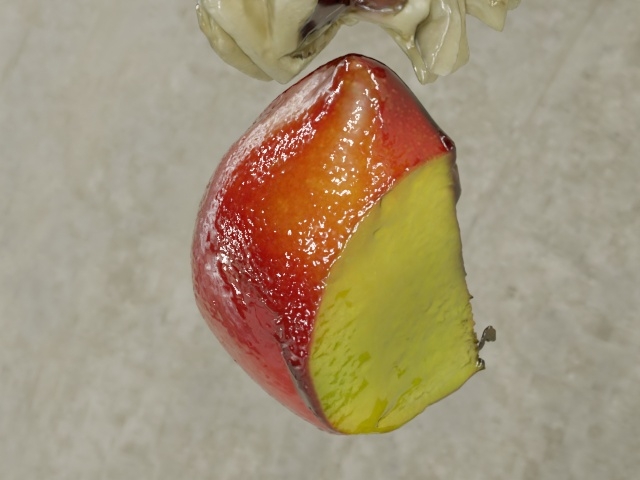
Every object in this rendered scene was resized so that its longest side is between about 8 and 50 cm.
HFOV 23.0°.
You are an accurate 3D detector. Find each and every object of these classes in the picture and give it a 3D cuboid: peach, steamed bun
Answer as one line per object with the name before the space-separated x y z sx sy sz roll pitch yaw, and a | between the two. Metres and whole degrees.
peach | -0.004 0.005 0.980 0.158 0.267 0.154 33 63 32
steamed bun | 0.068 -0.276 1.336 0.189 0.247 0.428 11 56 24
